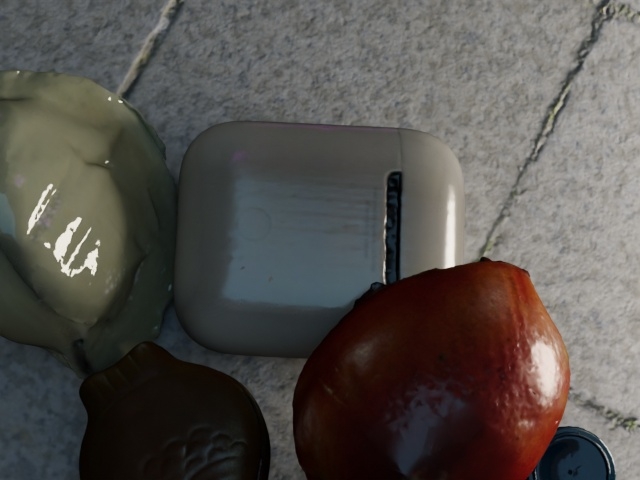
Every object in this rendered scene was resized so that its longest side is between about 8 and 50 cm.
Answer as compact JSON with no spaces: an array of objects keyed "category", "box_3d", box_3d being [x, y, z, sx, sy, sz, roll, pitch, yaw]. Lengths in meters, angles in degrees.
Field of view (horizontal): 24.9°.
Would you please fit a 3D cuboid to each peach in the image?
[{"category":"peach","box_3d":[0.129,0.168,1.627,0.281,0.281,0.338,35,67,3]}]

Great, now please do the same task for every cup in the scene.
[{"category":"cup","box_3d":[0.284,0.294,1.714,0.114,0.138,0.150,-15,80,-8]}]

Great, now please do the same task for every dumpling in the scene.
[{"category":"dumpling","box_3d":[-0.302,-0.032,1.690,0.315,0.233,0.395,-43,107,-18]}]

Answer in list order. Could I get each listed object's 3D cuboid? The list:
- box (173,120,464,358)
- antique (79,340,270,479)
[{"category":"box","box_3d":[0.000,0.000,1.749,0.349,0.141,0.288,3,77,-5]},{"category":"antique","box_3d":[-0.161,0.254,1.670,0.223,0.129,0.278,-39,72,-4]}]
